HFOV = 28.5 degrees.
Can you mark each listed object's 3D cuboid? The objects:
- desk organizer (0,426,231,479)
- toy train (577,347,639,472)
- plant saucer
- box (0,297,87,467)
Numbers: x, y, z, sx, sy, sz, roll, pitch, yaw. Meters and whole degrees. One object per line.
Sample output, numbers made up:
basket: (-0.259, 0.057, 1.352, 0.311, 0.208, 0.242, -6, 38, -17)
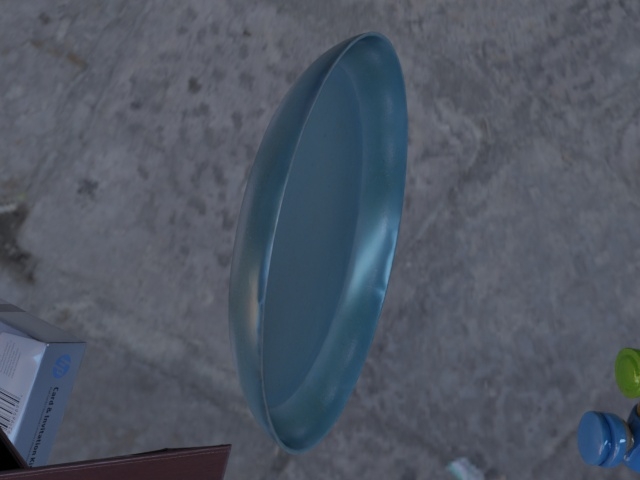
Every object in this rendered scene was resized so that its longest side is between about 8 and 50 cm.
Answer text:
desk organizer: (-0.102, 0.094, 0.471, 0.130, 0.047, 0.050, -1, 115, -37)
toy train: (0.342, 0.117, 1.180, 0.143, 0.105, 0.248, 3, 122, -22)
plant saucer: (0.000, 0.000, 0.945, 0.043, 0.317, 0.318, 11, 118, 17)
box: (-0.231, 0.090, 0.708, 0.186, 0.038, 0.145, 21, 96, 26)
